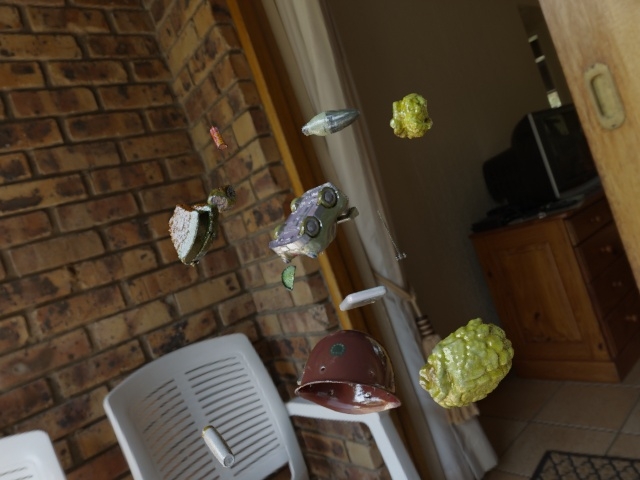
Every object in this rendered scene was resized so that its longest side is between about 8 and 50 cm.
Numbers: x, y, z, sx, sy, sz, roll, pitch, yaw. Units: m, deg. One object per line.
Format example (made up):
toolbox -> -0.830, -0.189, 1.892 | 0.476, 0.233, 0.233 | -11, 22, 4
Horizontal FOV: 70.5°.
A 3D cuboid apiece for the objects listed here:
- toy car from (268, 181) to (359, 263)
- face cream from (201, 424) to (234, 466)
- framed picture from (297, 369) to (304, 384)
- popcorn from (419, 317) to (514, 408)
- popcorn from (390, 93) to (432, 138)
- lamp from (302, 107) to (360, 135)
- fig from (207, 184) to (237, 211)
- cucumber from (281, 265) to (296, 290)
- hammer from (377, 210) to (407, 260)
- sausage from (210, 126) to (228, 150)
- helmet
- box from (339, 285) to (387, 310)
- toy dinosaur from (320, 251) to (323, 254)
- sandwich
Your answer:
toy car -> -0.020, -0.051, 1.859 | 0.242, 0.226, 0.336 | -14, 41, 50
face cream -> -0.334, 0.668, 1.477 | 0.051, 0.072, 0.182 | -26, 24, -28
framed picture -> 0.038, 0.541, 2.023 | 0.211, 0.020, 0.289 | -15, 12, 22
popcorn -> 0.373, 0.337, 1.206 | 0.225, 0.173, 0.286 | 15, -56, -48
popcorn -> 0.380, -0.517, 1.895 | 0.156, 0.197, 0.198 | -6, 9, 37
lamp -> 0.043, -0.495, 1.891 | 0.250, 0.101, 0.101 | -14, 2, 14
fig -> -0.510, -0.214, 2.379 | 0.144, 0.154, 0.165 | 21, -21, 1
cucumber -> -0.147, 0.170, 2.078 | 0.062, 0.116, 0.115 | 9, -5, 2
hammer -> 0.376, -0.032, 2.438 | 0.058, 0.292, 0.029 | -26, -3, 1
sausage -> -0.471, -0.477, 2.082 | 0.050, 0.145, 0.048 | -29, -29, 1
helmet -> 0.100, 0.424, 1.509 | 0.338, 0.230, 0.385 | 0, -31, 11
box -> 0.149, 0.211, 1.627 | 0.142, 0.044, 0.285 | -16, -12, -7
toy dinosaur -> 0.002, 0.001, 2.460 | 0.039, 0.208, 0.082 | 22, -47, -28
sandwich -> -0.531, -0.048, 1.866 | 0.292, 0.212, 0.109 | -45, -16, 27
